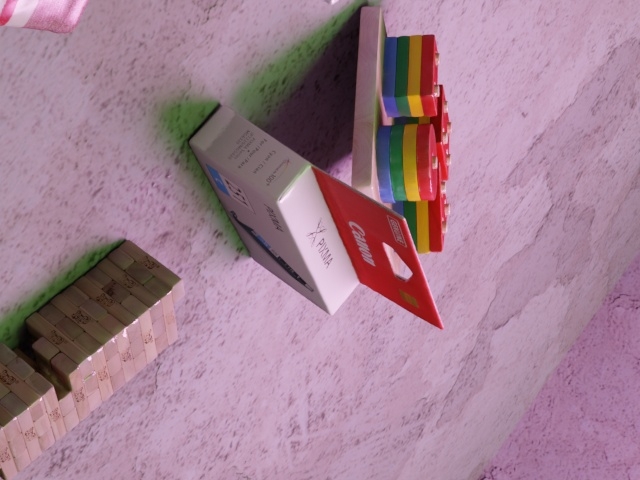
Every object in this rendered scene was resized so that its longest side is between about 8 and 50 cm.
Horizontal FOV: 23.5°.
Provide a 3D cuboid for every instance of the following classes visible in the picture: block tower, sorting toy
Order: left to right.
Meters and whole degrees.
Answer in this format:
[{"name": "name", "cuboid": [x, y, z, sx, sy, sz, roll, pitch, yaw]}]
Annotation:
[{"name": "block tower", "cuboid": [-0.288, 0.143, 1.614, 0.335, 0.091, 0.097, -41, 151, -27]}, {"name": "sorting toy", "cuboid": [0.104, -0.105, 1.843, 0.257, 0.089, 0.255, 72, 19, -58]}]

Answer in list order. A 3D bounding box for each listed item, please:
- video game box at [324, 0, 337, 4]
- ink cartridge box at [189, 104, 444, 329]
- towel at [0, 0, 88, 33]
[{"name": "video game box", "cuboid": [0.062, -0.383, 1.658, 0.187, 0.048, 0.205, -36, 148, -33]}, {"name": "ink cartridge box", "cuboid": [0.000, 0.000, 1.745, 0.066, 0.261, 0.296, -50, 153, -14]}, {"name": "towel", "cuboid": [-0.272, -0.280, 1.200, 0.329, 0.037, 0.237, -2, 126, -54]}]
